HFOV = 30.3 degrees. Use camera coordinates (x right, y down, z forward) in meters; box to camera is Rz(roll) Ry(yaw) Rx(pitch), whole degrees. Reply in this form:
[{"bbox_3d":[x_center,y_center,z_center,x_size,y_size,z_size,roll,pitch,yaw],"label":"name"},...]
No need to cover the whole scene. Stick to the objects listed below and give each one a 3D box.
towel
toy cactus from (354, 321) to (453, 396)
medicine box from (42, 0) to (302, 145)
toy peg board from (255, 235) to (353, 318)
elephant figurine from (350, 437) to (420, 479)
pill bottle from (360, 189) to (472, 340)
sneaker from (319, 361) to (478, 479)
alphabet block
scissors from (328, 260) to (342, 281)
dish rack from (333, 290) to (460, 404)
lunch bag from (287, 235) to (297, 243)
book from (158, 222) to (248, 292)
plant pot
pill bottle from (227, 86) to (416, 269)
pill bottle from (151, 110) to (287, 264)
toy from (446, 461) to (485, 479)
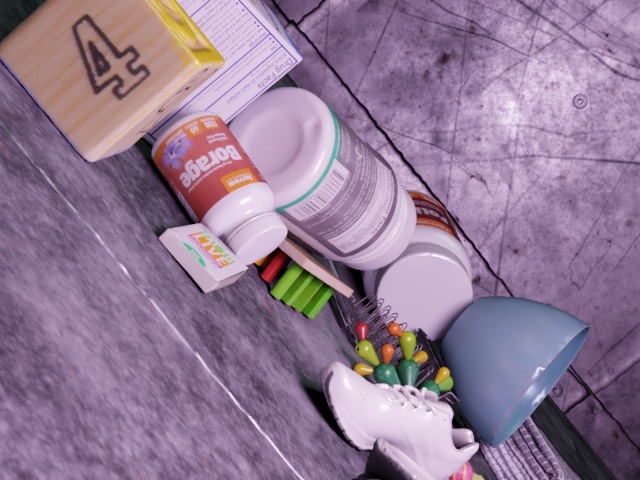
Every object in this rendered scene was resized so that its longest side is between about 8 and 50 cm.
[{"bbox_3d":[0.434,0.453,2.391,0.235,0.121,0.283,42,14,-45],"label":"towel"},{"bbox_3d":[0.133,0.236,1.945,0.219,0.112,0.180,37,40,-41],"label":"toy cactus"},{"bbox_3d":[-0.224,-0.306,1.784,0.289,0.263,0.149,42,14,-43],"label":"medicine box"},{"bbox_3d":[-0.056,0.044,1.880,0.161,0.079,0.161,39,1,34],"label":"toy peg board"},{"bbox_3d":[0.049,0.301,1.265,0.169,0.186,0.239,3,14,-14],"label":"elephant figurine"},{"bbox_3d":[0.193,0.049,2.461,0.224,0.224,0.392,48,10,-16],"label":"pill bottle"},{"bbox_3d":[0.108,0.247,1.678,0.297,0.129,0.111,42,15,-36],"label":"sneaker"},{"bbox_3d":[-0.269,-0.242,1.555,0.193,0.197,0.192,50,10,-5],"label":"alphabet block"},{"bbox_3d":[0.000,0.000,2.249,0.109,0.021,0.297,57,12,-56],"label":"scissors"},{"bbox_3d":[0.127,0.182,2.141,0.271,0.074,0.208,45,11,-31],"label":"dish rack"},{"bbox_3d":[-0.079,-0.031,2.053,0.083,0.053,0.071,57,9,-29],"label":"lunch bag"},{"bbox_3d":[-0.159,0.021,1.596,0.096,0.035,0.144,48,11,4],"label":"book"},{"bbox_3d":[0.342,0.217,2.238,0.195,0.290,0.290,39,6,19],"label":"plant pot"},{"bbox_3d":[0.009,-0.087,1.951,0.361,0.204,0.204,37,17,-55],"label":"pill bottle"},{"bbox_3d":[-0.144,-0.074,1.725,0.216,0.121,0.121,54,11,19],"label":"pill bottle"},{"bbox_3d":[0.228,0.385,1.920,0.137,0.056,0.237,40,15,-42],"label":"toy"}]
